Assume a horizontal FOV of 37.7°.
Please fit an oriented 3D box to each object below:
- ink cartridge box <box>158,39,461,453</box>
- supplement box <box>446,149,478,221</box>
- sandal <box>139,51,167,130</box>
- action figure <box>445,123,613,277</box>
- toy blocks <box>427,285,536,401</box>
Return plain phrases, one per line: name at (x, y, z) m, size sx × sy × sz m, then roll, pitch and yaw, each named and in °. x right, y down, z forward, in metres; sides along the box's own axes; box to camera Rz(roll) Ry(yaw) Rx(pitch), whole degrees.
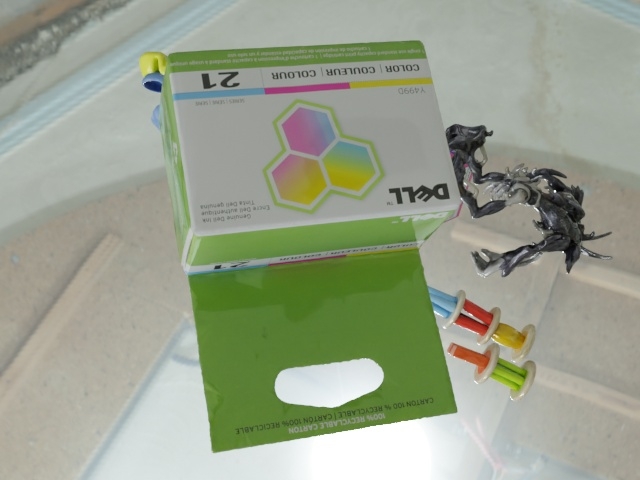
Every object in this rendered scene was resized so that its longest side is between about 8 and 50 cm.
ink cartridge box at (0.000, 0.000, 0.651) m, size 0.189 × 0.097 × 0.255 m, roll -6°, pitch -108°, yaw -14°
supplement box at (0.133, -0.081, 1.462) m, size 0.111 × 0.114 × 0.220 m, roll 31°, pitch -149°, yaw 27°
sandal at (-0.176, -0.247, 1.660) m, size 0.317 × 0.126 × 0.138 m, roll 6°, pitch -99°, yaw 17°
action figure at (0.262, -0.042, 1.276) m, size 0.276 × 0.141 × 0.164 m, roll 32°, pitch -127°, yaw -18°
toy blocks at (0.183, 0.116, 1.130) m, size 0.148 × 0.054 × 0.123 m, roll 26°, pitch -145°, yaw -5°
